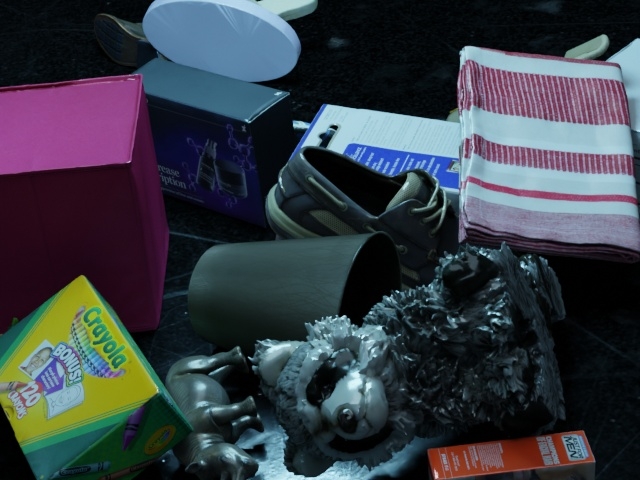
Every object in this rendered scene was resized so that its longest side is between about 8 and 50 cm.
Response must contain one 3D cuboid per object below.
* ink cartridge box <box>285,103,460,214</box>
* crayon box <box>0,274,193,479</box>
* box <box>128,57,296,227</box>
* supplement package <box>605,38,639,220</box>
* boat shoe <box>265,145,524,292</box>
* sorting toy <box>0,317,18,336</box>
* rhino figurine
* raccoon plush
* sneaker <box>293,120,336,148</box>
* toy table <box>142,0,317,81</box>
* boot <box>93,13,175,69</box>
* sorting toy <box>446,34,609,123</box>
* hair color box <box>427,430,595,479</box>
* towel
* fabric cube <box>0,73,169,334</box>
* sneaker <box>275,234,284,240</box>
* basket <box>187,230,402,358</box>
[{"bbox_3d":[0.154,-0.101,1.916,0.371,0.069,0.175,11,38,14],"label":"ink cartridge box"},{"bbox_3d":[-0.280,0.176,1.607,0.165,0.081,0.278,-38,39,-6],"label":"crayon box"},{"bbox_3d":[-0.165,-0.148,2.046,0.261,0.184,0.103,18,39,33],"label":"box"},{"bbox_3d":[0.479,-0.164,2.010,0.204,0.145,0.262,22,43,36],"label":"supplement package"},{"bbox_3d":[0.106,-0.020,1.786,0.355,0.130,0.132,18,42,-2],"label":"boat shoe"},{"bbox_3d":[-0.391,0.138,1.767,0.062,0.012,0.083,5,64,21],"label":"sorting toy"},{"bbox_3d":[-0.122,0.213,1.585,0.106,0.073,0.243,-17,36,-1],"label":"rhino figurine"},{"bbox_3d":[0.120,0.153,1.594,0.299,0.216,0.446,-19,-11,18],"label":"raccoon plush"},{"bbox_3d":[-0.069,-0.164,2.152,0.211,0.080,0.081,3,37,11],"label":"sneaker"},{"bbox_3d":[-0.152,-0.397,2.398,0.274,0.252,0.161,20,52,0],"label":"toy table"},{"bbox_3d":[-0.319,-0.362,2.515,0.106,0.082,0.219,-16,38,-40],"label":"boot"},{"bbox_3d":[0.299,-0.223,2.079,0.229,0.041,0.307,-28,3,-5],"label":"sorting toy"},{"bbox_3d":[0.200,0.259,1.447,0.167,0.093,0.053,-8,34,-2],"label":"hair color box"},{"bbox_3d":[0.299,-0.122,1.820,0.237,0.037,0.329,6,55,-4],"label":"towel"},{"bbox_3d":[-0.351,-0.044,1.847,0.259,0.258,0.254,-5,34,1],"label":"fabric cube"},{"bbox_3d":[0.000,0.000,1.885,0.105,0.095,0.236,10,34,9],"label":"sneaker"},{"bbox_3d":[-0.037,0.077,1.705,0.227,0.204,0.154,8,-10,30],"label":"basket"}]
